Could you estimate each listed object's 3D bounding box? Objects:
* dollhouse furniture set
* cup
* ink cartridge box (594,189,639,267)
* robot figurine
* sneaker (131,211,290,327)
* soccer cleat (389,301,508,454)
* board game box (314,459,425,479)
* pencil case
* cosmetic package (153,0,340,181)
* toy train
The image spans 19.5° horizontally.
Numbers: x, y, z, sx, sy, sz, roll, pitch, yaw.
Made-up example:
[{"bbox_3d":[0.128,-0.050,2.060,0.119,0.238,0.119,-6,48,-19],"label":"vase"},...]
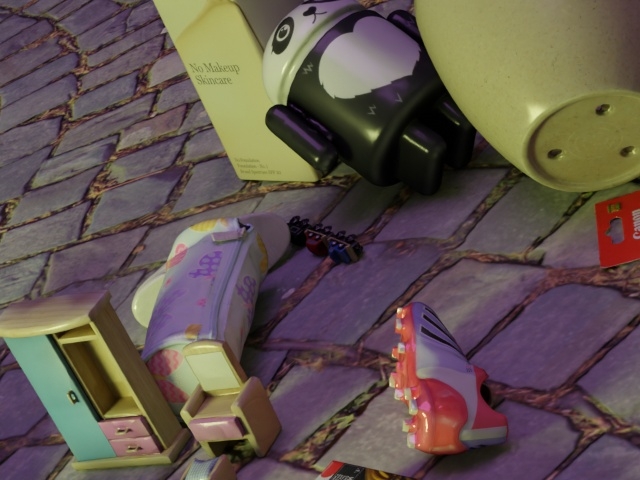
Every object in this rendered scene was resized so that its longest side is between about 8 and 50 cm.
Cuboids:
[{"bbox_3d":[-0.250,0.219,1.838,0.286,0.198,0.303,-9,31,33],"label":"dollhouse furniture set"},{"bbox_3d":[0.280,-0.195,2.029,0.331,0.331,0.237,-19,51,16],"label":"cup"},{"bbox_3d":[0.367,-0.048,1.929,0.179,0.045,0.145,-17,27,15],"label":"ink cartridge box"},{"bbox_3d":[0.058,-0.178,2.232,0.209,0.278,0.173,-11,-45,-59],"label":"robot figurine"},{"bbox_3d":[-0.138,0.025,2.242,0.212,0.080,0.094,-30,14,-3],"label":"sneaker"},{"bbox_3d":[0.121,0.134,1.805,0.095,0.083,0.248,4,22,-4],"label":"soccer cleat"},{"bbox_3d":[-0.008,0.317,1.591,0.193,0.053,0.305,5,40,47],"label":"board game box"},{"bbox_3d":[-0.127,0.084,2.065,0.124,0.113,0.273,-40,19,27],"label":"pencil case"},{"bbox_3d":[-0.083,-0.233,2.388,0.160,0.309,0.113,2,37,46],"label":"cosmetic package"},{"bbox_3d":[0.000,0.000,2.203,0.036,0.027,0.158,-40,28,-19],"label":"toy train"}]
